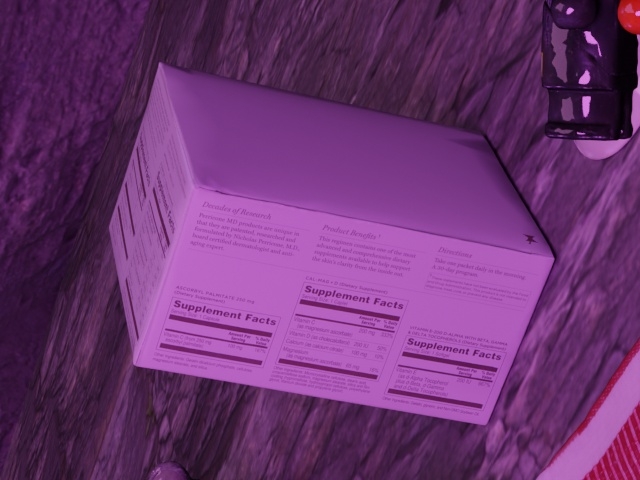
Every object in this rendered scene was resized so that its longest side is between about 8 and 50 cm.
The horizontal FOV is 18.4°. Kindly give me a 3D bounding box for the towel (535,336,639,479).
[{"bbox_3d":[0.197,0.191,1.076,0.329,0.037,0.237,-97,27,-45],"label":"towel"}]

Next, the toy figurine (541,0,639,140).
[{"bbox_3d":[0.217,-0.117,0.920,0.213,0.210,0.148,-163,73,-72],"label":"toy figurine"}]

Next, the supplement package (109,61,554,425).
[{"bbox_3d":[0.000,0.000,1.416,0.204,0.262,0.145,-111,37,-59],"label":"supplement package"}]

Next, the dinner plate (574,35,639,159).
[{"bbox_3d":[0.192,-0.124,1.314,0.141,0.017,0.141,-170,90,-71],"label":"dinner plate"}]

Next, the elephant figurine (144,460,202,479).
[{"bbox_3d":[-0.091,0.318,1.700,0.239,0.186,0.169,43,160,40],"label":"elephant figurine"}]
